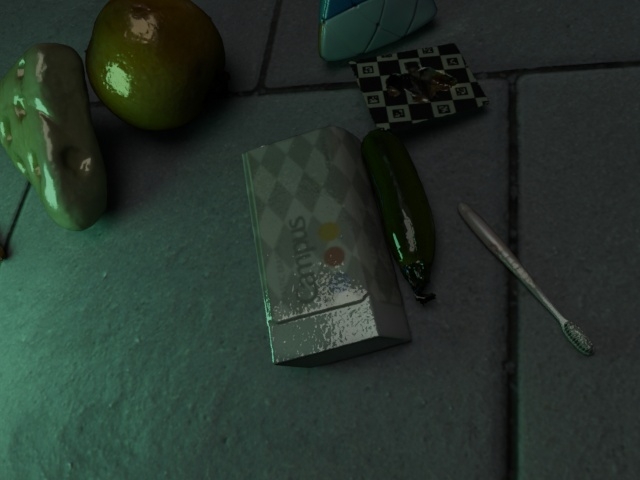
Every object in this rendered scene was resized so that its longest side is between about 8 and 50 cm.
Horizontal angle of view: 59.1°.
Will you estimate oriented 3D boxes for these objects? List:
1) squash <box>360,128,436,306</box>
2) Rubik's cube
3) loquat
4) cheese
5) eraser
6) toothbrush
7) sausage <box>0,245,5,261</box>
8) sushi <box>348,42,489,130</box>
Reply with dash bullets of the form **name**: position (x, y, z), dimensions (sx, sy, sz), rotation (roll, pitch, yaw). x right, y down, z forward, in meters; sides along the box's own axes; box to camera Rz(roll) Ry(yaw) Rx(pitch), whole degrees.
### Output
- **squash**: position (0.135, -0.054, 0.930), dimensions (0.087, 0.087, 0.332), rotation (-16, 62, 9)
- **Rubik's cube**: position (0.054, -0.474, 1.124), dimensions (0.254, 0.254, 0.254), rotation (-7, 64, 14)
- **loquat**: position (-0.310, -0.354, 1.115), dimensions (0.274, 0.275, 0.275), rotation (-7, 64, 14)
- **cheese**: position (-0.562, -0.186, 1.154), dimensions (0.328, 0.129, 0.351), rotation (-4, 98, 45)
- **eraser**: position (0.000, -0.001, 0.945), dimensions (0.213, 0.082, 0.397), rotation (-16, 62, 10)
- **toothbrush**: position (0.304, 0.047, 0.862), dimensions (0.025, 0.029, 0.307), rotation (-37, 60, 5)
- **sausage**: position (-0.683, 0.010, 1.172), dimensions (0.031, 0.031, 0.107), rotation (-46, 63, -7)
- **sushi**: position (0.176, -0.275, 1.039), dimensions (0.210, 0.040, 0.193), rotation (-13, 57, -4)
